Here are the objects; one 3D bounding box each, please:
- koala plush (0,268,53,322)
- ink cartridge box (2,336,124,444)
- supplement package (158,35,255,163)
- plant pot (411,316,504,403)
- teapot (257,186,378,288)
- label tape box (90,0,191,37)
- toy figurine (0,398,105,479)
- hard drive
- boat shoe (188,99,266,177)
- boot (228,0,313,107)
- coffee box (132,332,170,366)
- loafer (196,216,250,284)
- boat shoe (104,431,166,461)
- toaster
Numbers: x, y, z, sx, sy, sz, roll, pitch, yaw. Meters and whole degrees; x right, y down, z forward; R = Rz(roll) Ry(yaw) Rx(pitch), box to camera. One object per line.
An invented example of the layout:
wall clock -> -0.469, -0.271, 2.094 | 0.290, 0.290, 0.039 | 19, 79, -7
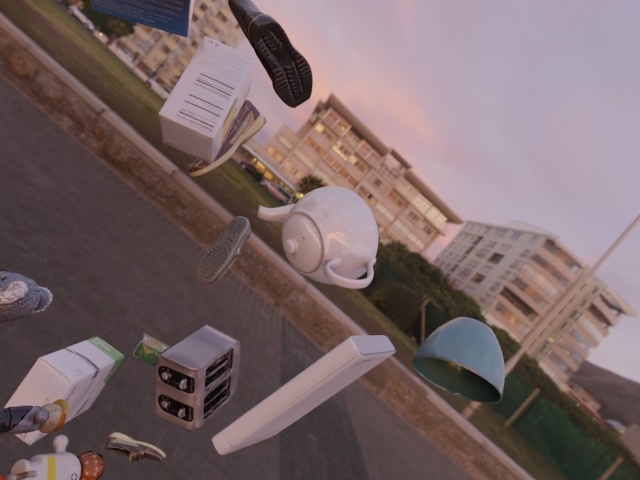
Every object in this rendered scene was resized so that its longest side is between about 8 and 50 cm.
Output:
koala plush -> -0.765, 0.147, 1.181 | 0.196, 0.221, 0.204 | 113, -38, -71
ink cartridge box -> -0.547, 0.312, 1.083 | 0.092, 0.160, 0.219 | 36, 2, 4
supplement package -> -0.270, -0.335, 1.216 | 0.133, 0.244, 0.139 | 23, -21, -5
plant pot -> 0.466, 0.366, 1.631 | 0.290, 0.195, 0.290 | 24, -27, 13
teapot -> 0.000, 0.000, 1.177 | 0.256, 0.187, 0.253 | -19, -93, 49
label tape box -> -0.419, -0.654, 1.191 | 0.249, 0.115, 0.347 | 12, -16, -15
toy figurine -> -0.454, 0.376, 0.786 | 0.213, 0.210, 0.148 | 26, -1, 34
hard drive -> -0.024, 0.313, 1.041 | 0.047, 0.353, 0.233 | 57, 15, 22
boat shoe -> -0.333, -0.350, 1.702 | 0.123, 0.342, 0.123 | 54, -22, -25
boot -> -0.087, -0.343, 0.899 | 0.137, 0.076, 0.198 | 56, -3, 32
coffee box -> -0.390, 0.308, 1.302 | 0.184, 0.040, 0.113 | 34, -5, -15
loafer -> -0.297, 0.043, 1.617 | 0.094, 0.251, 0.087 | 26, -19, 28
boat shoe -> -0.694, 0.789, 1.883 | 0.223, 0.080, 0.073 | 23, 44, -2
toaster -> -0.266, 0.294, 1.112 | 0.110, 0.168, 0.185 | 19, 25, 22
